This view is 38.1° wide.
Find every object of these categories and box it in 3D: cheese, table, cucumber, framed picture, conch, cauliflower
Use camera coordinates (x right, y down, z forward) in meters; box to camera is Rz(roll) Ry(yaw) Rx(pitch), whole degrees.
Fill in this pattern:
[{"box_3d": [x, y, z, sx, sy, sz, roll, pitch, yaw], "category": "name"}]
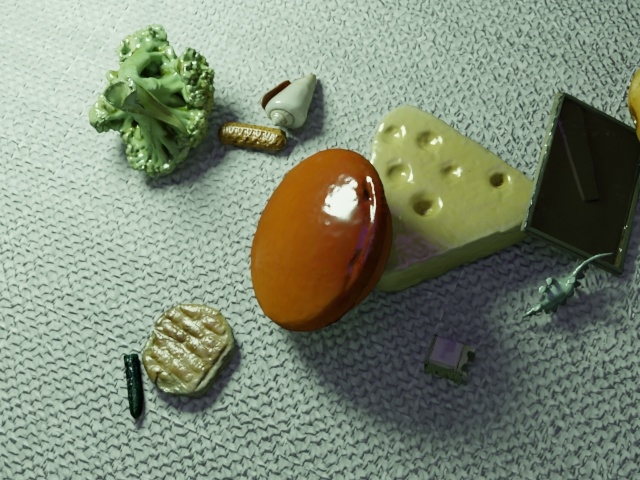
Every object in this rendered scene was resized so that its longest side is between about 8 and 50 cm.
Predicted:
[{"box_3d": [0.216, -0.109, 1.883, 0.384, 0.104, 0.384, -3, 68, 8], "category": "cheese"}, {"box_3d": [0.245, 0.228, 1.750, 0.083, 0.079, 0.062, 17, 70, 14], "category": "table"}, {"box_3d": [-0.372, 0.292, 1.851, 0.032, 0.032, 0.133, -13, 65, 4], "category": "cucumber"}, {"box_3d": [0.527, -0.115, 1.821, 0.232, 0.024, 0.315, 24, 71, -14], "category": "framed picture"}, {"box_3d": [-0.068, -0.312, 2.026, 0.104, 0.094, 0.176, -12, 52, 48], "category": "conch"}, {"box_3d": [-0.380, -0.307, 1.984, 0.260, 0.281, 0.327, -12, 79, 39], "category": "cauliflower"}]

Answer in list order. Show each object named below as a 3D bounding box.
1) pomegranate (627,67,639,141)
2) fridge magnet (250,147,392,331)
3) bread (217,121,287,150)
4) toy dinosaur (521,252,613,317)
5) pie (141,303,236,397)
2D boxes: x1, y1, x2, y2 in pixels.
[{"box_3d": [0.738, -0.263, 1.780, 0.307, 0.307, 0.307, -3, 67, 8], "category": "pomegranate"}, {"box_3d": [0.000, 0.000, 1.772, 0.363, 0.155, 0.363, -24, 56, 43], "category": "fridge magnet"}, {"box_3d": [-0.149, -0.228, 2.028, 0.157, 0.044, 0.052, 9, 72, 13], "category": "bread"}, {"box_3d": [0.469, 0.085, 1.767, 0.209, 0.082, 0.039, -41, 58, 11], "category": "toy dinosaur"}, {"box_3d": [-0.268, 0.216, 1.859, 0.195, 0.046, 0.195, -3, 68, 7], "category": "pie"}]
